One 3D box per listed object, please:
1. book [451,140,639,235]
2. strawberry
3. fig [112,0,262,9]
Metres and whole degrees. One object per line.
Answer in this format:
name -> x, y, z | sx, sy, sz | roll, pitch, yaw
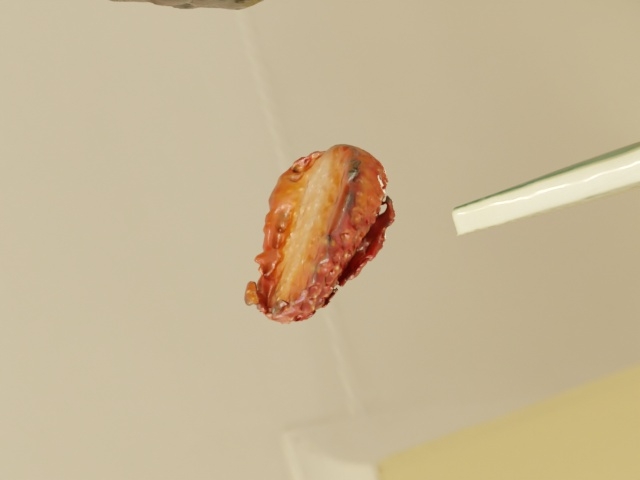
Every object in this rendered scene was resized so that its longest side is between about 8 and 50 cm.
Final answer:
book -> 0.304, -0.076, 1.123 | 0.379, 0.264, 0.031 | -15, -91, -47
strawberry -> 0.000, 0.000, 1.401 | 0.082, 0.121, 0.188 | 38, -116, -35
fig -> -0.105, -0.309, 1.324 | 0.224, 0.263, 0.224 | 41, -178, -2
